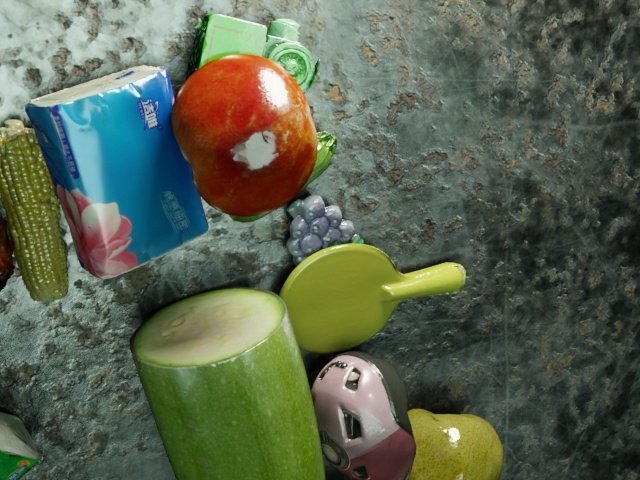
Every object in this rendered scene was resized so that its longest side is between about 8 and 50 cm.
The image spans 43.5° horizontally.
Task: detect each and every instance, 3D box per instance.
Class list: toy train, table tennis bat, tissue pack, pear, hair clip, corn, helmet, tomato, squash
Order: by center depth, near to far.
[{"bbox_3d":[-0.100,-0.144,1.133,0.200,0.139,0.233,-25,107,-5],"label":"tomato"},{"bbox_3d":[-0.288,-0.106,1.191,0.209,0.137,0.270,-28,116,-36],"label":"tissue pack"},{"bbox_3d":[-0.435,-0.040,1.217,0.086,0.086,0.288,-11,113,-16],"label":"corn"},{"bbox_3d":[-0.116,-0.229,1.242,0.188,0.132,0.243,9,104,-15],"label":"toy train"},{"bbox_3d":[-0.586,0.350,1.270,0.209,0.156,0.148,-41,152,-4],"label":"tissue pack"},{"bbox_3d":[-0.062,-0.104,1.331,0.219,0.068,0.077,-39,136,-4],"label":"squash"},{"bbox_3d":[-0.136,0.299,1.335,0.263,0.263,0.385,-18,113,-13],"label":"squash"},{"bbox_3d":[0.000,-0.001,1.409,0.124,0.052,0.195,-38,124,7],"label":"hair clip"},{"bbox_3d":[0.060,0.327,1.438,0.154,0.198,0.254,-2,98,-44],"label":"helmet"},{"bbox_3d":[0.095,0.093,1.460,0.368,0.054,0.224,-10,121,-16],"label":"table tennis bat"},{"bbox_3d":[0.229,0.432,1.524,0.188,0.228,0.211,38,56,-56],"label":"pear"}]

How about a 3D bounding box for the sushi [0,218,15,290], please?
[{"bbox_3d":[-0.613,-0.004,1.123,0.343,0.196,0.182,30,77,-30],"label":"sushi"}]
